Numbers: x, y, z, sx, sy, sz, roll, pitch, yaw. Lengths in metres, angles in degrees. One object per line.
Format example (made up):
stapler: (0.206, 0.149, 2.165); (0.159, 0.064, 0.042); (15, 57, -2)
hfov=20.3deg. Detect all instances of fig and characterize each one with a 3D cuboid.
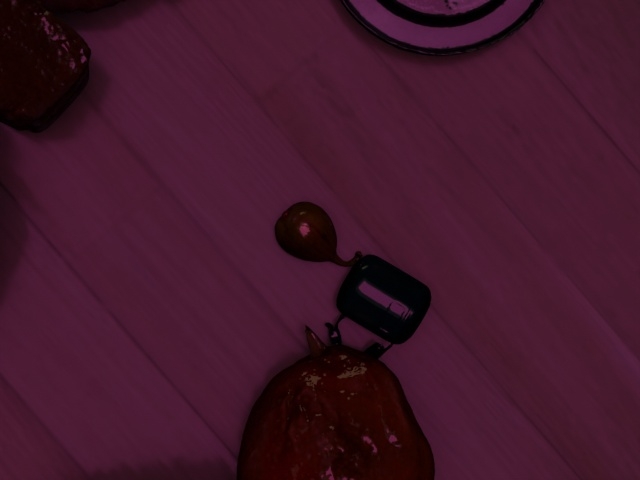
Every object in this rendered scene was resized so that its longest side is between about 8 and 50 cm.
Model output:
fig: (0.000, 0.000, 1.570); (0.083, 0.050, 0.050); (32, 88, -21)

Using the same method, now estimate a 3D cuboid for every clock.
clock: (0.106, -0.268, 1.577); (0.215, 0.042, 0.214); (0, 89, -2)

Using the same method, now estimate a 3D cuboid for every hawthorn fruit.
hawthorn fruit: (0.015, 0.183, 1.509); (0.173, 0.173, 0.179); (24, 89, -2)

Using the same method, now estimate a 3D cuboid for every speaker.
speaker: (0.046, 0.066, 1.559); (0.075, 0.060, 0.094); (31, 88, -1)

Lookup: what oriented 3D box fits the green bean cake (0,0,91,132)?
green bean cake: (-0.301, -0.189, 1.478); (0.233, 0.198, 0.097); (40, 82, -5)

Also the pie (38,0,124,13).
pie: (-0.216, -0.297, 1.509); (0.204, 0.054, 0.218); (40, 116, 8)
